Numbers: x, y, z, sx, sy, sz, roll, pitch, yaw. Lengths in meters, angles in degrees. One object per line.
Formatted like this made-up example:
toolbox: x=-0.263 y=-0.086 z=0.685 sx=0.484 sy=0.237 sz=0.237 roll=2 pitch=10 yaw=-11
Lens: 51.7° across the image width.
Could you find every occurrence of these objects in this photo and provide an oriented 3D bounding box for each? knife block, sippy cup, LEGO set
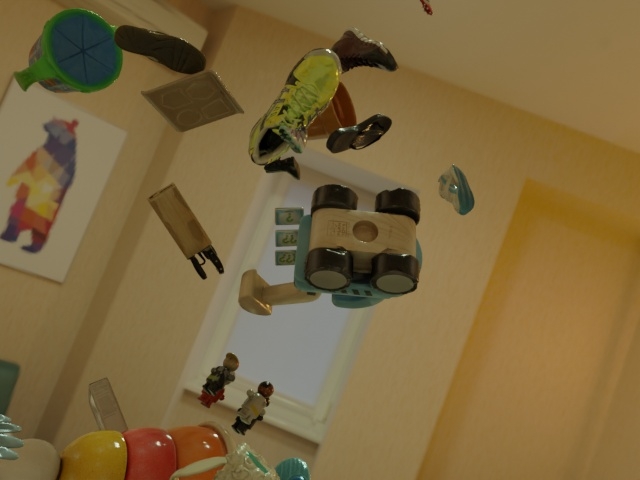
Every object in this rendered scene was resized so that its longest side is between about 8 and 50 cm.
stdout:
knife block: x=-0.372 y=-0.011 z=1.888 sx=0.242 sy=0.088 sz=0.276 roll=53 pitch=-11 yaw=15
sippy cup: x=-0.737 y=-0.534 z=1.939 sx=0.305 sy=0.240 sz=0.224 roll=3 pitch=-4 yaw=-44
LEGO set: x=0.000 y=0.000 z=1.769 sx=0.244 sy=0.183 sz=0.060 roll=-1 pitch=30 yaw=-6

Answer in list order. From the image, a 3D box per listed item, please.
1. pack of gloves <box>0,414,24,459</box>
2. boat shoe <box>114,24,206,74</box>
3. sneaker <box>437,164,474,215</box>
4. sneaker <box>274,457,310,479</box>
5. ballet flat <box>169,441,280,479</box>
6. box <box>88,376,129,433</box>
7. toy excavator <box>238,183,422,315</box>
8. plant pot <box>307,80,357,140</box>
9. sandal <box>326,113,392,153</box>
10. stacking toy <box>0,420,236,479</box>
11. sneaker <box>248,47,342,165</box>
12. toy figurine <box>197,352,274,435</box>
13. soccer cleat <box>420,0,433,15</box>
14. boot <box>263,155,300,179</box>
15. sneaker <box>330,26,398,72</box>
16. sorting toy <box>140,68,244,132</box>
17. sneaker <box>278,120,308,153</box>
pack of gloves: x=-0.565 y=0.356 z=0.991 sx=0.232 sy=0.195 sz=0.046 roll=15 pitch=-43 yaw=-39
boat shoe: x=-0.388 y=-0.470 z=1.606 sx=0.223 sy=0.080 sz=0.073 roll=14 pitch=22 yaw=-24
sneaker: x=0.472 y=-0.162 z=2.315 sx=0.087 sy=0.092 sz=0.229 roll=30 pitch=36 yaw=-27
sneaker: x=-0.094 y=0.763 z=1.764 sx=0.127 sy=0.319 sz=0.208 roll=6 pitch=-47 yaw=8
ballet flat: x=-0.251 y=0.491 z=1.212 sx=0.147 sy=0.409 sz=0.147 roll=49 pitch=18 yaw=-21
box: x=-0.568 y=0.514 z=1.803 sx=0.058 sy=0.232 sz=0.322 roll=-20 pitch=-12 yaw=-26
toy excavator: x=0.011 y=0.078 z=1.590 sx=0.432 sy=0.222 sz=0.445 roll=5 pitch=-32 yaw=0
plant pot: x=-0.003 y=-0.423 z=2.236 sx=0.187 sy=0.205 sz=0.205 roll=-15 pitch=-22 yaw=24
sandal: x=0.120 y=-0.296 z=1.910 sx=0.054 sy=0.254 sz=0.097 roll=44 pitch=-41 yaw=23
stacking toy: x=-0.442 y=0.507 z=1.398 sx=0.479 sy=0.351 sz=0.350 roll=29 pitch=-8 yaw=-31
sneaker: x=-0.066 y=-0.351 z=1.819 sx=0.145 sy=0.385 sz=0.147 roll=29 pitch=30 yaw=-16
toy figurine: x=-0.247 y=0.456 z=1.982 sx=0.213 sy=0.148 sz=0.209 roll=36 pitch=-33 yaw=8
soccer cleat: x=0.295 y=-0.668 z=1.843 sx=0.083 sy=0.035 sz=0.029 roll=51 pitch=-12 yaw=-11
boot: x=-0.121 y=-0.225 z=2.077 sx=0.099 sy=0.045 sz=0.121 roll=-6 pitch=-25 yaw=11
sneaker: x=0.118 y=-0.564 z=2.105 sx=0.281 sy=0.162 sz=0.106 roll=47 pitch=-1 yaw=45
sorting toy: x=-0.325 y=-0.360 z=1.697 sx=0.208 sy=0.038 sz=0.193 roll=-12 pitch=-24 yaw=13
sneaker: x=-0.060 y=-0.262 z=1.582 sx=0.038 sy=0.069 sz=0.098 roll=16 pitch=-21 yaw=33
